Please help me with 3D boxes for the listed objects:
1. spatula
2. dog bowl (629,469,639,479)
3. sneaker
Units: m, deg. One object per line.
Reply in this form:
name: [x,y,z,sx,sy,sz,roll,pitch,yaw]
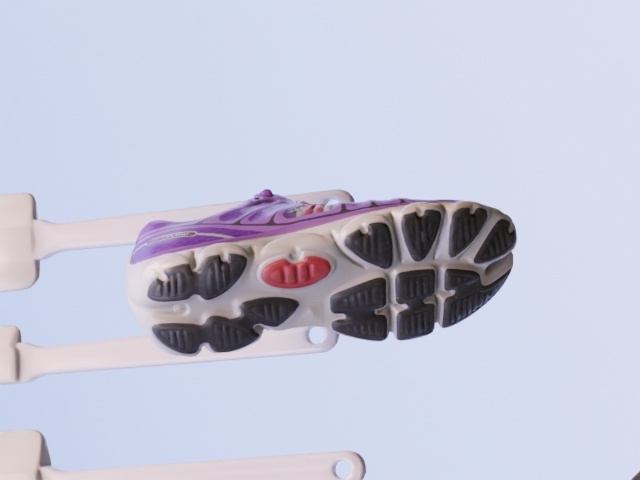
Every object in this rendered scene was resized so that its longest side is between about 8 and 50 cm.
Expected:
spatula: [-0.096,0.057,0.898,0.019,0.242,0.168,22,-116,-74]
dog bowl: [0.408,0.346,1.746,0.102,0.349,0.348,79,169,-75]
sneaker: [0.000,0.000,0.822,0.170,0.068,0.071,-4,-144,-8]
